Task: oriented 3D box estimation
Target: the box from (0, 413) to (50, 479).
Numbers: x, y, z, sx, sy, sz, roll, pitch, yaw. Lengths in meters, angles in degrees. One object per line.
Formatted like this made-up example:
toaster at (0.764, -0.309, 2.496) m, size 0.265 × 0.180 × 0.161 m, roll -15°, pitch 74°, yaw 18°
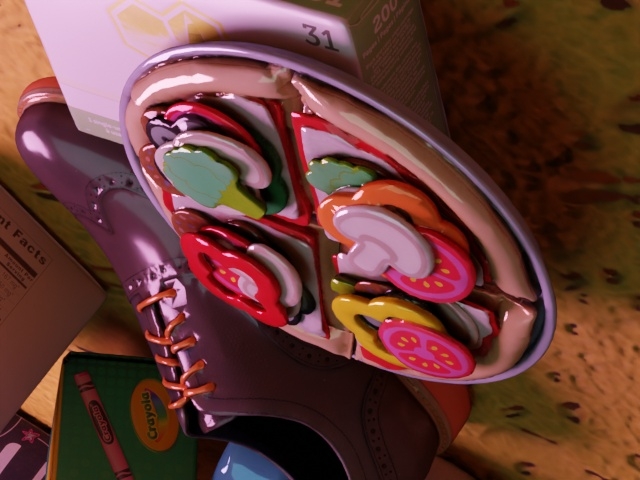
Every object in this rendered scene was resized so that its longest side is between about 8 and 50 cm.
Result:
box at (-0.187, 0.233, 1.249) m, size 0.247 × 0.142 × 0.163 m, roll 30°, pitch 148°, yaw 6°

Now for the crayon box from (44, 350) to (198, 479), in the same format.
crayon box at (-0.121, 0.224, 1.039) m, size 0.081 × 0.278 × 0.165 m, roll 5°, pitch 150°, yaw -9°

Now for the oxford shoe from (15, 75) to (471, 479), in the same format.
oxford shoe at (-0.047, 0.032, 0.869) m, size 0.271 × 0.098 × 0.097 m, roll 41°, pitch 149°, yaw -11°

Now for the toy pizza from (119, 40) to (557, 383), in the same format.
toy pizza at (0.000, 0.000, 0.743) m, size 0.201 × 0.032 × 0.201 m, roll 26°, pitch 151°, yaw 15°

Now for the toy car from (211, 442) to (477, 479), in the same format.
toy car at (0.002, 0.243, 0.980) m, size 0.219 × 0.238 × 0.210 m, roll 30°, pitch 149°, yaw 8°

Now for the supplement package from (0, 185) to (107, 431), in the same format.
supplement package at (-0.256, 0.080, 0.998) m, size 0.134 × 0.244 × 0.139 m, roll 47°, pitch 148°, yaw -19°

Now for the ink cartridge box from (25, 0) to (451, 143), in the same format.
ink cartridge box at (-0.047, -0.118, 0.707) m, size 0.171 × 0.056 × 0.235 m, roll 19°, pitch 148°, yaw 27°
